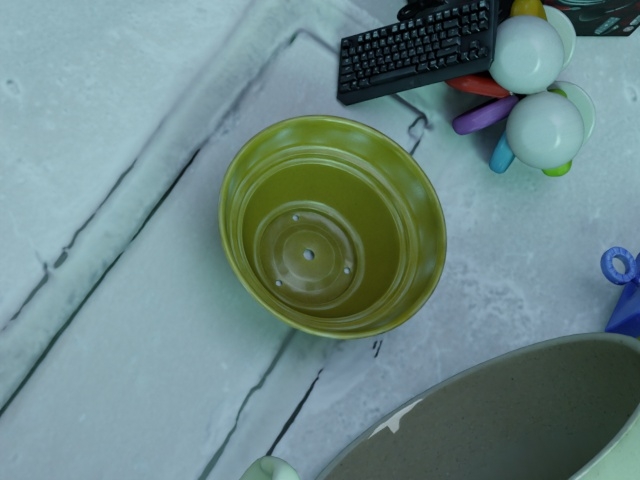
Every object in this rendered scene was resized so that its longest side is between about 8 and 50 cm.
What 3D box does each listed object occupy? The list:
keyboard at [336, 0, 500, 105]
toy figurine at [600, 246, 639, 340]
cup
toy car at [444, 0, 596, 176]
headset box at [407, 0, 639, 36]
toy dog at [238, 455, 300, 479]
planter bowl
[{"bbox_3d":[0.093,-0.199,1.376,0.023,0.180,0.108,34,56,-45],"label":"keyboard"},{"bbox_3d":[0.385,0.040,1.366,0.217,0.191,0.363,30,61,0],"label":"toy figurine"},{"bbox_3d":[0.172,0.262,1.151,0.331,0.331,0.237,-36,104,-27],"label":"cup"},{"bbox_3d":[0.192,-0.146,1.403,0.136,0.159,0.182,-13,99,20],"label":"toy car"},{"bbox_3d":[0.228,-0.304,1.430,0.293,0.218,0.110,-2,69,-21],"label":"headset box"},{"bbox_3d":[0.080,0.394,0.890,0.408,0.284,0.395,27,93,-14],"label":"toy dog"},{"bbox_3d":[0.000,0.000,1.299,0.217,0.090,0.217,7,67,-17],"label":"planter bowl"}]
